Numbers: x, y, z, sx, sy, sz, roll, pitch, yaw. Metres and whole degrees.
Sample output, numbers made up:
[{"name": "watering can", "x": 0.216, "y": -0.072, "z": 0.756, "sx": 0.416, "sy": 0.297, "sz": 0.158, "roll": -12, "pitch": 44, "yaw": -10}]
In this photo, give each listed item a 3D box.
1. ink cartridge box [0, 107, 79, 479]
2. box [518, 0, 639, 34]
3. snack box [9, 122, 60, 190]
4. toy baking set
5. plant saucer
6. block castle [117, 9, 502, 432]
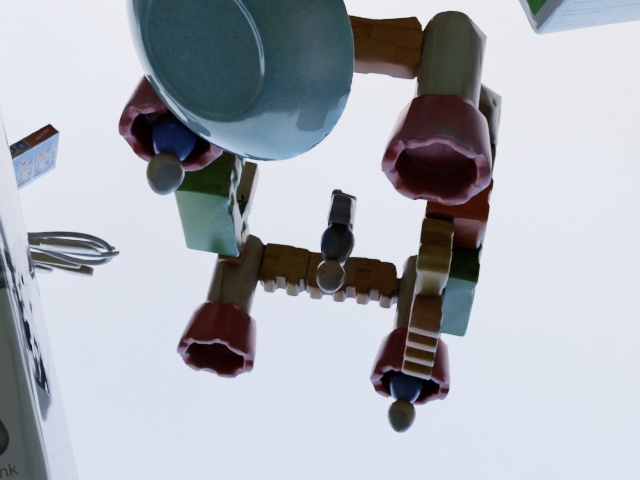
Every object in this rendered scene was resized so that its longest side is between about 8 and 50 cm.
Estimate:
[{"name": "ink cartridge box", "x": -0.259, "y": 0.063, "z": 0.557, "sx": 0.223, "sy": 0.129, "sz": 0.307, "roll": -13, "pitch": -94, "yaw": -8}, {"name": "box", "x": 0.141, "y": -0.168, "z": 0.524, "sx": 0.102, "sy": 0.087, "sz": 0.101, "roll": -13, "pitch": -110, "yaw": -28}, {"name": "snack box", "x": -0.378, "y": -0.073, "z": 1.270, "sx": 0.022, "sy": 0.064, "sz": 0.178, "roll": 36, "pitch": -133, "yaw": 15}, {"name": "toy baking set", "x": -0.288, "y": -0.003, "z": 0.976, "sx": 0.197, "sy": 0.256, "sz": 0.030, "roll": 12, "pitch": -101, "yaw": -21}, {"name": "plant saucer", "x": -0.069, "y": -0.136, "z": 0.728, "sx": 0.195, "sy": 0.195, "sz": 0.037, "roll": 35, "pitch": -136, "yaw": 15}, {"name": "block castle", "x": 0.000, "y": 0.000, "z": 1.018, "sx": 0.303, "sy": 0.453, "sz": 0.212, "roll": 8, "pitch": -124, "yaw": 6}]
